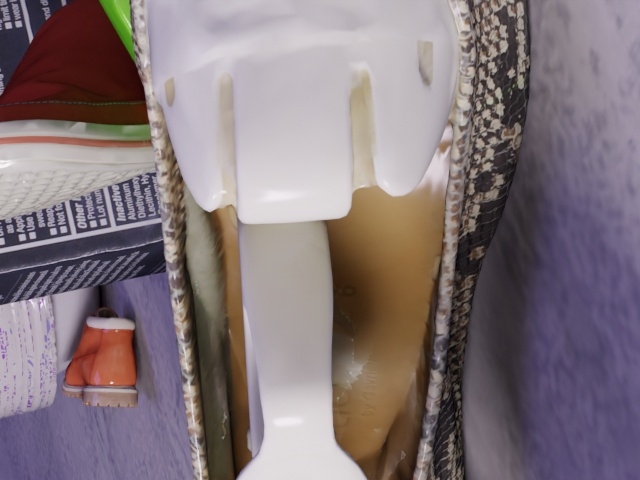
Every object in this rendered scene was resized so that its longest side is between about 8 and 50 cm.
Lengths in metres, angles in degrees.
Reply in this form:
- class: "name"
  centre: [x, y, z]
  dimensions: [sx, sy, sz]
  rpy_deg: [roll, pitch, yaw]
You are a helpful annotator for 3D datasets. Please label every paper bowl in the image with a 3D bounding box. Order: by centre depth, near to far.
- class: "paper bowl"
  centre: [-0.300, 0.023, 1.654]
  dimensions: [0.284, 0.148, 0.284]
  rpy_deg: [169, 90, -71]

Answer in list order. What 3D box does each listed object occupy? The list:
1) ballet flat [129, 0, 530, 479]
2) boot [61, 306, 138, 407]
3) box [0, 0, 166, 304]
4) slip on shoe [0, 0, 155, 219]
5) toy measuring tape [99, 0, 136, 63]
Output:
- class: "ballet flat"
  centre: [0.000, 0.000, 0.723]
  dimensions: [0.182, 0.164, 0.482]
  rpy_deg: [-75, -14, -56]
- class: "boot"
  centre: [-0.190, 0.101, 1.539]
  dimensions: [0.158, 0.059, 0.084]
  rpy_deg: [173, 98, -71]
- class: "box"
  centre: [-0.236, -0.108, 1.164]
  dimensions: [0.183, 0.294, 0.296]
  rpy_deg: [149, 109, -70]
- class: "slip on shoe"
  centre: [-0.125, -0.079, 0.943]
  dimensions: [0.331, 0.123, 0.101]
  rpy_deg: [-42, -65, -70]
- class: "toy measuring tape"
  centre: [0.000, -0.041, 0.874]
  dimensions: [0.330, 0.121, 0.121]
  rpy_deg: [62, 169, -24]
